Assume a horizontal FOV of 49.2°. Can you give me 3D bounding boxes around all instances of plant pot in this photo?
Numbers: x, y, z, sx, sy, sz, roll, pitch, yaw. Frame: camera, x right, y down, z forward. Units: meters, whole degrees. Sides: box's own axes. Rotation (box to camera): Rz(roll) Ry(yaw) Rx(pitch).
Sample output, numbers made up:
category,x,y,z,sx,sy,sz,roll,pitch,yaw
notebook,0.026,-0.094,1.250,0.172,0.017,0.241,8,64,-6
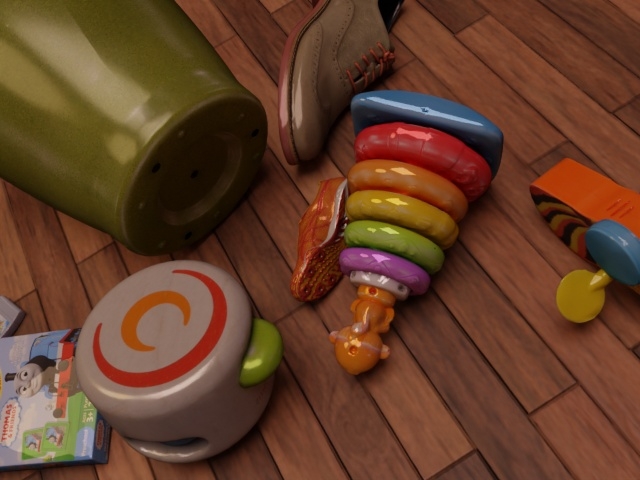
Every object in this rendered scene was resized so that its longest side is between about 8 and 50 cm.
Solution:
category,x,y,z,sx,sy,sz,roll,pitch,yaw
plant pot,-0.267,-0.174,0.891,0.353,0.366,0.366,38,76,21

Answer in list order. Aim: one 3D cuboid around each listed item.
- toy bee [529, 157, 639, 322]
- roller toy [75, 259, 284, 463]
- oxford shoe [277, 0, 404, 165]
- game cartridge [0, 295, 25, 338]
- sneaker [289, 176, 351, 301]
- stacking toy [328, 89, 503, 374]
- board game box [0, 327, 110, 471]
category,x,y,z,sx,sy,sz,roll,pitch,yaw
toy bee,0.328,0.031,0.687,0.195,0.162,0.298,-25,30,11
roller toy,-0.152,0.131,0.760,0.191,0.146,0.209,-36,49,-17
oxford shoe,0.033,-0.250,0.956,0.130,0.123,0.348,8,63,16
game cartridge,-0.438,0.119,0.938,0.056,0.017,0.083,29,71,26
sneaker,0.000,0.000,0.855,0.067,0.064,0.175,-4,51,39
stacking toy,0.082,0.004,0.778,0.175,0.166,0.302,15,76,13
board game box,-0.352,0.193,0.843,0.211,0.039,0.160,-9,63,13
